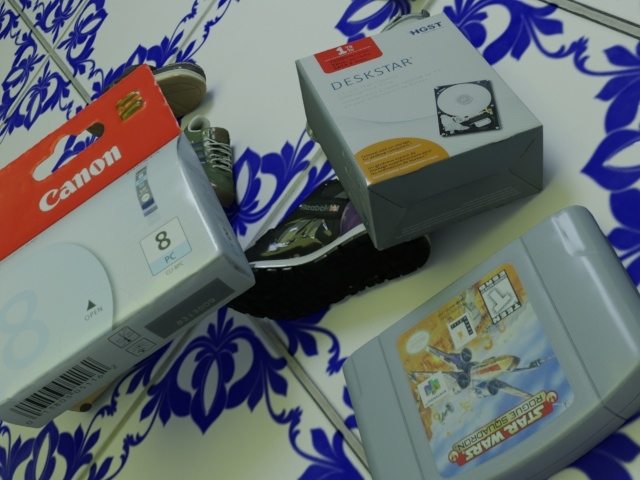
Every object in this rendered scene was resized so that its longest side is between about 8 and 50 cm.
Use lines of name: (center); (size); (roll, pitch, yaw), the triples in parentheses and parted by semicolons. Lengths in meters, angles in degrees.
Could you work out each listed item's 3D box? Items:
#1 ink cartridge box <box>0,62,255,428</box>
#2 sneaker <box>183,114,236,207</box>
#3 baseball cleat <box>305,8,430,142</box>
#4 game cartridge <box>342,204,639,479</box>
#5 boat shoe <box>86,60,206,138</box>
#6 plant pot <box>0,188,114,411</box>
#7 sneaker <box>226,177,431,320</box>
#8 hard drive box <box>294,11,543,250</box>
ink cartridge box: (-0.283, -0.023, 1.034); (0.308, 0.091, 0.385); (-34, 57, 8)
sneaker: (-0.159, -0.122, 1.251); (0.086, 0.064, 0.192); (-58, 37, 8)
baseball cleat: (0.065, -0.199, 1.083); (0.206, 0.072, 0.109); (-37, 19, 33)
game cartridge: (0.155, 0.123, 0.794); (0.297, 0.062, 0.198); (-38, 40, 23)
boat shoe: (-0.287, -0.242, 1.432); (0.285, 0.103, 0.092); (-18, 59, 45)
plant pot: (-0.370, 0.100, 1.218); (0.227, 0.228, 0.207); (-46, 49, 14)
sneaker: (0.000, 0.000, 1.004); (0.283, 0.107, 0.124); (-19, 46, 28)
hard drive box: (0.096, -0.121, 0.914); (0.181, 0.089, 0.232); (-20, 45, -7)
